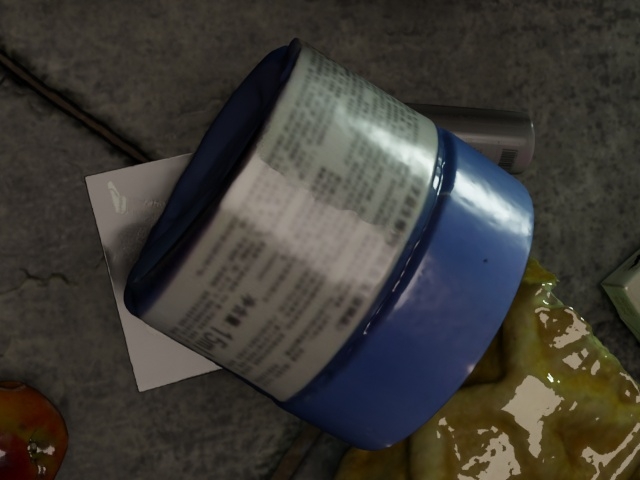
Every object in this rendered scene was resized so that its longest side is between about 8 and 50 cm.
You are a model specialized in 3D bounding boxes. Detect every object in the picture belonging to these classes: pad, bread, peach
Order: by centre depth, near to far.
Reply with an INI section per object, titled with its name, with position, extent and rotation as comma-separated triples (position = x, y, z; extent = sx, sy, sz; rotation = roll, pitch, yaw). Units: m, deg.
[peach]
position = -0.255, 0.158, 0.825
extent = 0.100, 0.100, 0.101
rotation = -1, 92, -14
[bread]
position = 0.150, 0.183, 0.877
extent = 0.252, 0.196, 0.238
rotation = -41, 97, -12
[pad]
position = -0.116, 0.023, 0.898
extent = 0.127, 0.004, 0.190
rotation = -15, 96, -14

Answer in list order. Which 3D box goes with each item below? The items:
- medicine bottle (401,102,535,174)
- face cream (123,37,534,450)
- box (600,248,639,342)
[medicine bottle]
position = 0.086, -0.091, 0.918
extent = 0.199, 0.057, 0.058
rotation = 2, 91, -14
[face cream]
position = 0.000, 0.000, 0.799
extent = 0.225, 0.249, 0.249
rotation = 33, 84, -15
[box]
position = 0.447, 0.123, 1.019
extent = 0.204, 0.051, 0.365
rotation = -38, 100, -11
